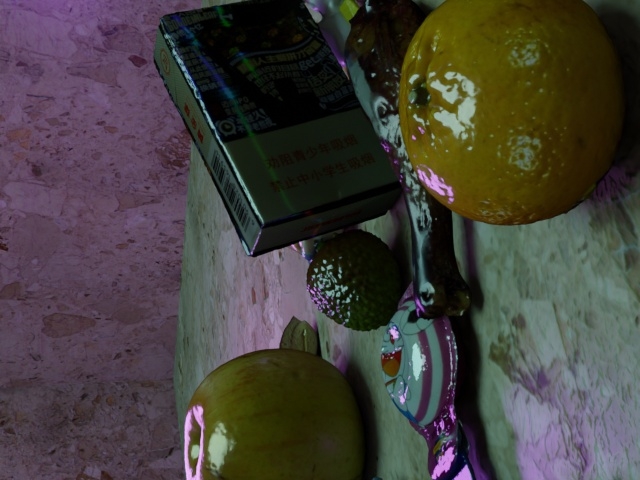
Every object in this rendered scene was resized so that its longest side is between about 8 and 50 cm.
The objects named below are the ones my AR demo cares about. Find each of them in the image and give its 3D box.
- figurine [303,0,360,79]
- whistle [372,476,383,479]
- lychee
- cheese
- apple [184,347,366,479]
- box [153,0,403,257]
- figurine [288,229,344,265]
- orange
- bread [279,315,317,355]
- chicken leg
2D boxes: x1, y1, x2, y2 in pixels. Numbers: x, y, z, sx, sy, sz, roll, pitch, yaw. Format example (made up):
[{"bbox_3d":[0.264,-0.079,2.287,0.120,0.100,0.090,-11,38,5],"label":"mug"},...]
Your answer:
[{"bbox_3d":[0.024,-0.288,1.147,0.130,0.109,0.178,-5,88,53],"label":"figurine"},{"bbox_3d":[0.039,0.413,1.021,0.093,0.180,0.269,12,83,32],"label":"whistle"},{"bbox_3d":[0.039,0.045,1.041,0.146,0.114,0.114,58,148,36],"label":"lychee"},{"bbox_3d":[0.111,0.155,0.880,0.155,0.062,0.244,114,151,-52],"label":"cheese"},{"bbox_3d":[-0.067,0.289,1.212,0.286,0.233,0.285,-179,90,-74],"label":"apple"},{"bbox_3d":[-0.055,-0.150,1.058,0.310,0.198,0.084,63,155,20],"label":"box"},{"bbox_3d":[0.000,0.000,1.204,0.196,0.114,0.108,-118,31,-44],"label":"figurine"},{"bbox_3d":[0.134,-0.098,0.629,0.177,0.155,0.177,-174,90,-86],"label":"orange"},{"bbox_3d":[-0.039,0.233,1.417,0.119,0.067,0.192,-124,36,-64],"label":"bread"},{"bbox_3d":[0.088,-0.114,0.900,0.158,0.096,0.406,108,155,-56],"label":"chicken leg"}]
